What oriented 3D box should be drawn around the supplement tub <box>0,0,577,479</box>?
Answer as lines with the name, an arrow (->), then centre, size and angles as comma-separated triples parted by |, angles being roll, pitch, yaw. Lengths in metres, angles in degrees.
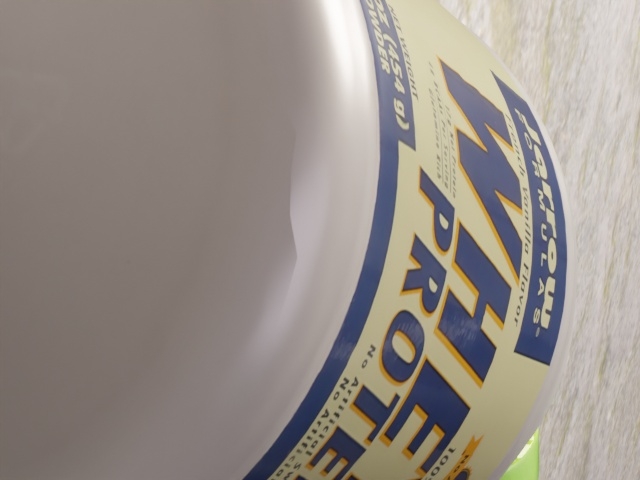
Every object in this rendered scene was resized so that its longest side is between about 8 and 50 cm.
supplement tub -> -0.049, 0.000, 0.593 | 0.325, 0.235, 0.235 | 23, 82, -67

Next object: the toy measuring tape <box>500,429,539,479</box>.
toy measuring tape -> 0.109, 0.095, 1.178 | 0.330, 0.121, 0.121 | -52, 147, -45
